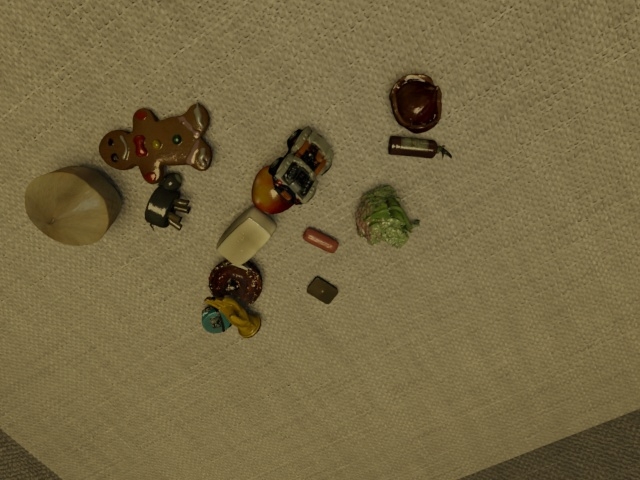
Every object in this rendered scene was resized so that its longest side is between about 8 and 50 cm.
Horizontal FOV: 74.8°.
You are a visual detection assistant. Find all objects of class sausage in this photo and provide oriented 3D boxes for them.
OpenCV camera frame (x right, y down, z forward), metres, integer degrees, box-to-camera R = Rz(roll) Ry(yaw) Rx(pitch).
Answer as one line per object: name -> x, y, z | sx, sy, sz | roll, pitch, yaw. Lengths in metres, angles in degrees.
sausage -> 0.000, 0.000, 1.738 | 0.154, 0.062, 0.062 | 26, 111, -9

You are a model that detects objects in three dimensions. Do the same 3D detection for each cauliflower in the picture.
cauliflower -> 0.276, -0.072, 1.639 | 0.316, 0.256, 0.238 | 14, 112, -38

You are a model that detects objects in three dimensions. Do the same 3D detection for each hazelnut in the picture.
hazelnut -> 0.331, -0.479, 1.470 | 0.170, 0.160, 0.201 | -34, 106, -13

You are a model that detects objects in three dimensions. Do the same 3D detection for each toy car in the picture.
toy car -> -0.062, -0.263, 1.519 | 0.118, 0.301, 0.193 | -15, 130, 47

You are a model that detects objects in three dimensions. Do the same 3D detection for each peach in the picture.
peach -> -0.179, -0.189, 1.604 | 0.198, 0.197, 0.197 | 0, 113, 1

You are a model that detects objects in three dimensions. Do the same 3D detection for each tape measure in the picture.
tape measure -> -0.470, 0.351, 1.886 | 0.126, 0.081, 0.145 | -14, 116, -12

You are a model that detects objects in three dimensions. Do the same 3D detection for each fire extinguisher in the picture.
fire extinguisher -> 0.373, -0.338, 1.568 | 0.231, 0.099, 0.071 | 7, 135, -1

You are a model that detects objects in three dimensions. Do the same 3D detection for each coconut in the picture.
coconut -> -0.919, -0.125, 1.564 | 0.329, 0.328, 0.328 | 0, 113, 1

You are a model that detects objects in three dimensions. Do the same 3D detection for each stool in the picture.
stool -> -0.591, -0.143, 1.639 | 0.140, 0.153, 0.227 | 21, 112, -7

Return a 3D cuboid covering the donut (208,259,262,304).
donut -> -0.361, 0.167, 1.799 | 0.231, 0.096, 0.215 | 1, 112, 0

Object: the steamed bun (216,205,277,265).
steamed bun -> -0.291, -0.026, 1.677 | 0.146, 0.164, 0.242 | 42, 113, -16

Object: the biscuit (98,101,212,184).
biscuit -> -0.620, -0.354, 1.558 | 0.433, 0.064, 0.282 | -5, 95, 3

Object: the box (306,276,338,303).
box -> 0.009, 0.219, 1.847 | 0.126, 0.031, 0.091 | 32, 110, -12

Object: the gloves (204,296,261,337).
gloves -> -0.381, 0.307, 1.781 | 0.133, 0.116, 0.294 | -12, 142, 23
